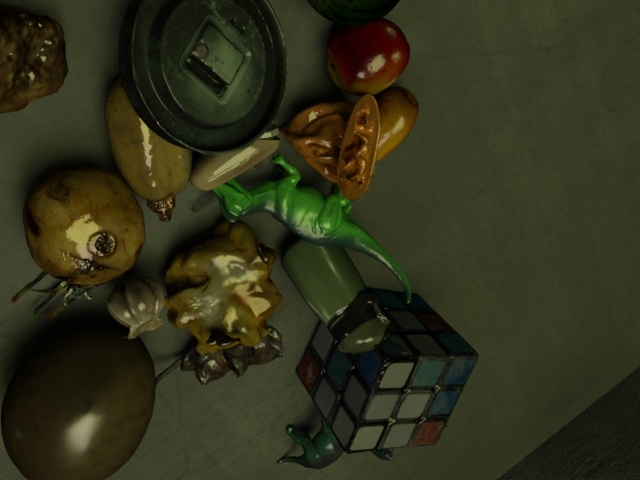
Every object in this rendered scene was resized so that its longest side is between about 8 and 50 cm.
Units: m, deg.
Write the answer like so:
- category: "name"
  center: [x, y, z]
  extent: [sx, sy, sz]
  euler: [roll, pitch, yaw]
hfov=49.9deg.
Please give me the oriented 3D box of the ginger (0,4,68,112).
- category: "ginger"
  center: [-0.626, -0.330, 1.257]
  extent: [0.222, 0.269, 0.201]
  euler: [13, 110, 11]

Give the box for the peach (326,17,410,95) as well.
- category: "peach"
  center: [0.114, -0.432, 1.594]
  extent: [0.197, 0.197, 0.197]
  euler: [-14, 124, -21]

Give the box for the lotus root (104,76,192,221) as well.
- category: "lotus root"
  center: [-0.367, -0.202, 1.499]
  extent: [0.169, 0.151, 0.343]
  euler: [-27, 130, -31]

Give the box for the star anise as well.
- category: "star anise"
  center: [-0.249, 0.288, 1.826]
  extent: [0.359, 0.315, 0.139]
  euler: [-35, 107, -55]

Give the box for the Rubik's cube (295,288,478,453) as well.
- category: "Rubik's cube"
  center: [0.190, 0.370, 2.031]
  extent: [0.363, 0.359, 0.362]
  euler: [4, 115, -33]

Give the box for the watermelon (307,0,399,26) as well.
- category: "watermelon"
  center: [0.071, -0.576, 1.447]
  extent: [0.242, 0.242, 0.242]
  euler: [-14, 124, -21]

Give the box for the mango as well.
- category: "mango"
  center: [0.160, -0.284, 1.736]
  extent: [0.112, 0.145, 0.219]
  euler: [32, 103, -22]

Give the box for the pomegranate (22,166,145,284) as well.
- category: "pomegranate"
  center: [-0.504, -0.033, 1.472]
  extent: [0.260, 0.260, 0.261]
  euler: [-14, 124, -21]

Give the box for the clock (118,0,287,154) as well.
- category: "clock"
  center: [-0.233, -0.368, 1.417]
  extent: [0.386, 0.076, 0.386]
  euler: [-9, 103, -44]

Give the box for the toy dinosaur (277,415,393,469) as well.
- category: "toy dinosaur"
  center: [0.038, 0.675, 2.138]
  extent: [0.129, 0.331, 0.384]
  euler: [21, 109, -41]

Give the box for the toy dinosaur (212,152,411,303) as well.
- category: "toy dinosaur"
  center: [0.000, 0.000, 1.691]
  extent: [0.374, 0.500, 0.144]
  euler: [-28, 173, -35]

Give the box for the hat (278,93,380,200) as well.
- category: "hat"
  center: [-0.004, -0.238, 1.649]
  extent: [0.234, 0.233, 0.244]
  euler: [-63, 154, -22]

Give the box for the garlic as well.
- category: "garlic"
  center: [-0.448, 0.123, 1.635]
  extent: [0.131, 0.194, 0.127]
  euler: [-19, 151, -22]

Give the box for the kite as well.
- category: "kite"
  center: [-0.587, 0.084, 1.612]
  extent: [0.285, 0.015, 0.152]
  euler: [-39, 97, 2]

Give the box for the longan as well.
- category: "longan"
  center: [-0.571, 0.393, 1.642]
  extent: [0.336, 0.404, 0.405]
  euler: [27, 108, 1]

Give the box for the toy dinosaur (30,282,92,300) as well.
- category: "toy dinosaur"
  center: [-0.595, 0.122, 1.651]
  extent: [0.180, 0.037, 0.058]
  euler: [-14, 102, -29]

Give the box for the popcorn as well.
- category: "popcorn"
  center: [-0.233, 0.127, 1.717]
  extent: [0.316, 0.281, 0.297]
  euler: [-40, 97, -11]

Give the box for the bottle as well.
- category: "bottle"
  center: [0.047, 0.143, 1.797]
  extent: [0.168, 0.347, 0.168]
  euler: [-30, 159, -13]

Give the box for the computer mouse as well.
- category: "computer mouse"
  center: [-0.204, -0.203, 1.589]
  extent: [0.236, 0.145, 0.082]
  euler: [-33, 114, -5]
